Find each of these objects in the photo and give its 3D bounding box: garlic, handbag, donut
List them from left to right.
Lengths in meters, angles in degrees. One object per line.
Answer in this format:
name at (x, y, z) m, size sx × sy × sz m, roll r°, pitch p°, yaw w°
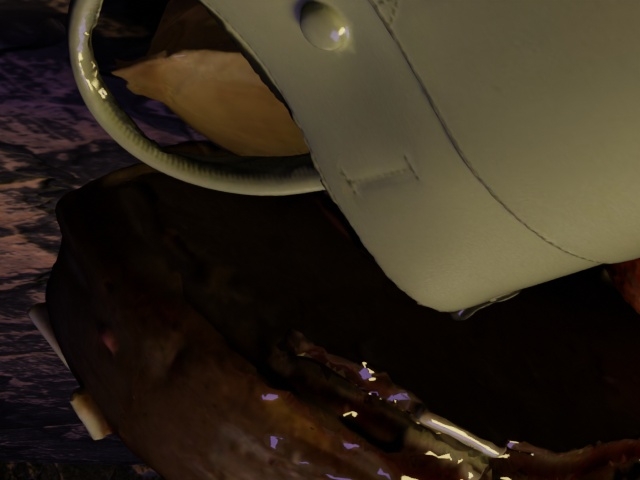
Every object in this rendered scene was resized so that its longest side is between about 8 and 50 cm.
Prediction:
garlic at (0.014, -0.078, 0.654) m, size 0.196 × 0.087 × 0.101 m, roll -2°, pitch 152°, yaw 14°
donut at (0.048, 0.059, 0.723) m, size 0.345 × 0.259 × 0.136 m, roll -17°, pitch 144°, yaw -53°
handbag at (0.039, -0.091, 0.422) m, size 0.315 × 0.241 × 0.109 m, roll -17°, pitch -156°, yaw 49°

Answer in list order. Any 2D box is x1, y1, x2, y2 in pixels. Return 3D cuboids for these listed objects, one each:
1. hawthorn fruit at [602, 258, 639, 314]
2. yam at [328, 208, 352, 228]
hawthorn fruit at (0.203, -0.033, 0.722) m, size 0.157 × 0.157 × 0.194 m, roll -1°, pitch -158°, yaw -3°
yam at (0.000, 0.000, 1.048) m, size 0.033 × 0.027 × 0.129 m, roll 42°, pitch 158°, yaw -6°
